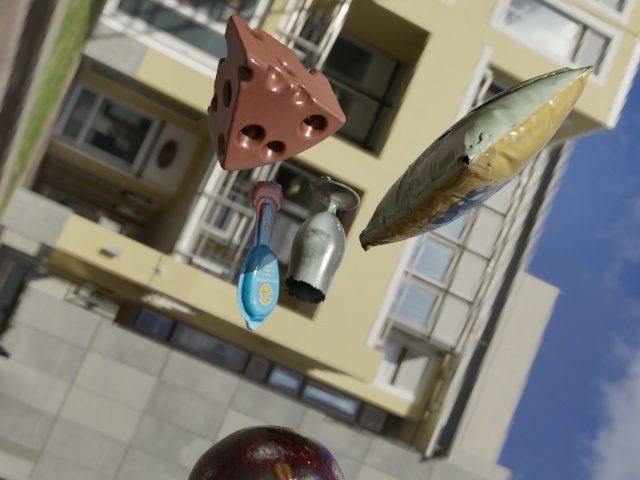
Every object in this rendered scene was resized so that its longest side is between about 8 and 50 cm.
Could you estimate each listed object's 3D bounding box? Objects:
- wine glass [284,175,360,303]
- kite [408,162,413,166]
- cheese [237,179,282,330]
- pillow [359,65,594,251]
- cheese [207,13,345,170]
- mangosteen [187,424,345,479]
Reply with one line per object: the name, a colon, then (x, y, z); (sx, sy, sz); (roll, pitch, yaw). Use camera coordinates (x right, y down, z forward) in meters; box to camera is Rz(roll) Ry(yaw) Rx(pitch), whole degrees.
wine glass: (0.000, 0.000, 1.844); (0.103, 0.103, 0.222); (-42, -153, 58)
kite: (0.254, -0.161, 2.060); (0.137, 0.152, 0.005); (-70, 154, -59)
cheese: (-0.099, 0.024, 1.685); (0.037, 0.106, 0.256); (2, -95, 33)
pillow: (0.226, -0.119, 1.489); (0.312, 0.119, 0.310); (-38, 176, -36)
cheese: (-0.059, -0.215, 1.487); (0.128, 0.177, 0.203); (-113, -149, -43)
mangosteen: (-0.089, 0.489, 1.753); (0.307, 0.307, 0.347); (-62, -160, 10)
